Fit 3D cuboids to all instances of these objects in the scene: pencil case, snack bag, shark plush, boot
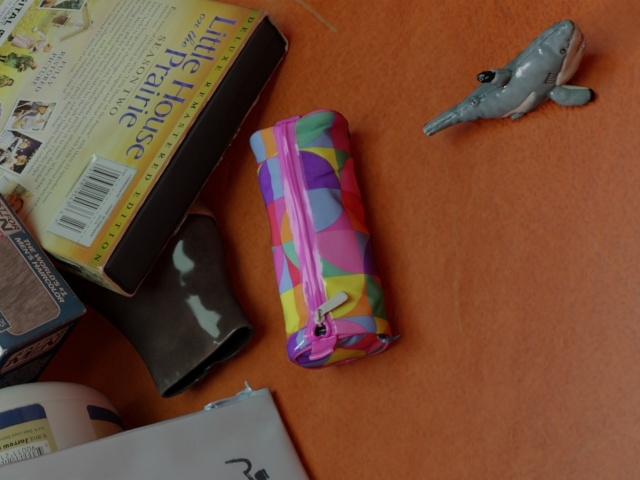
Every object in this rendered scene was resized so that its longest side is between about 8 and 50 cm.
[{"bbox_3d":[0.000,0.000,1.198,0.104,0.104,0.236,-23,67,28],"label":"pencil case"},{"bbox_3d":[-0.119,0.301,1.109,0.343,0.323,0.037,61,147,26],"label":"snack bag"},{"bbox_3d":[0.156,-0.141,1.141,0.161,0.067,0.073,-16,71,30],"label":"shark plush"},{"bbox_3d":[-0.194,0.066,1.315,0.248,0.090,0.207,-35,61,19],"label":"boot"}]

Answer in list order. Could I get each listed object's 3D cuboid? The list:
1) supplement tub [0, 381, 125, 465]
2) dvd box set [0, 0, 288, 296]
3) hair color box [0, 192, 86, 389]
[{"bbox_3d":[-0.251,0.313,1.217,0.228,0.228,0.316,-36,62,22],"label":"supplement tub"},{"bbox_3d":[-0.273,-0.138,1.375,0.420,0.062,0.308,18,70,35],"label":"dvd box set"},{"bbox_3d":[-0.378,0.108,1.320,0.174,0.105,0.347,52,134,11],"label":"hair color box"}]
